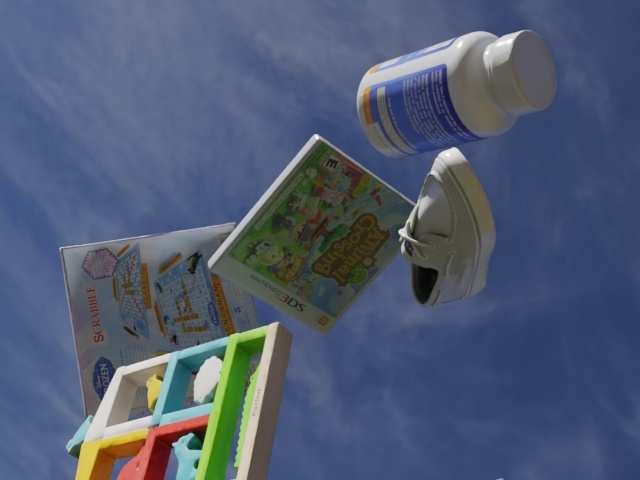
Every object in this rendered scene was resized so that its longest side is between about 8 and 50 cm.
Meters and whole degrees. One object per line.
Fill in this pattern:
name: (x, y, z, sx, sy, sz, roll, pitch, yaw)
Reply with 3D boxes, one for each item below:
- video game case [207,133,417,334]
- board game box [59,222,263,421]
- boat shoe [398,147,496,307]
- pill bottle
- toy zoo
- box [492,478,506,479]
video game case: (0.000, 0.000, 1.146, 0.193, 0.023, 0.212, 33, -73, -30)
board game box: (-0.271, 0.140, 1.613, 0.066, 0.318, 0.319, 110, -32, -60)
boat shoe: (0.093, -0.002, 0.731, 0.066, 0.063, 0.184, 61, -9, 25)
pill bottle: (0.197, -0.215, 1.348, 0.272, 0.152, 0.152, -8, -66, 46)
toy zoo: (-0.166, 0.205, 0.993, 0.293, 0.192, 0.030, -19, -47, 31)
box: (0.144, 0.300, 0.651, 0.207, 0.108, 0.153, 41, -73, 24)
